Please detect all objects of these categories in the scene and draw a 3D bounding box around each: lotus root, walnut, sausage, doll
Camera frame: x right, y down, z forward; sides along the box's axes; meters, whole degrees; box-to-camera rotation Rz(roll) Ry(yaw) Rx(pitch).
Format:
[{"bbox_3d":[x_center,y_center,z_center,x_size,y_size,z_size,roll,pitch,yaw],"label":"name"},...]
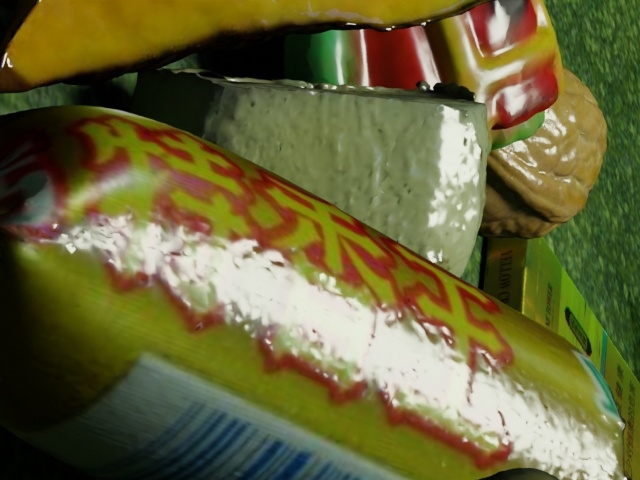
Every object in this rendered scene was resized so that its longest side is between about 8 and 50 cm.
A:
[{"bbox_3d":[0.003,0.000,0.725,0.143,0.070,0.144,-7,101,-23],"label":"lotus root"},{"bbox_3d":[0.097,-0.052,0.973,0.124,0.105,0.105,31,51,-51],"label":"walnut"},{"bbox_3d":[-0.037,0.026,0.601,0.317,0.117,0.125,31,19,-34],"label":"sausage"},{"bbox_3d":[0.025,-0.207,0.798,0.183,0.160,0.363,-27,122,-40],"label":"doll"}]

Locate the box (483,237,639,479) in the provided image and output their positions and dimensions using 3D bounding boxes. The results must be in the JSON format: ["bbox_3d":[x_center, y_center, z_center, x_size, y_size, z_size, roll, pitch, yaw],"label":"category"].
[{"bbox_3d":[0.144,0.091,1.075,0.193,0.030,0.121,51,36,-41],"label":"box"}]

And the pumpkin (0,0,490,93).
[{"bbox_3d":[0.009,-0.132,0.673,0.163,0.111,0.278,33,85,-17],"label":"pumpkin"}]

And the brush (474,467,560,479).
[{"bbox_3d":[0.010,0.143,0.596,0.123,0.197,0.059,53,26,-42],"label":"brush"}]
